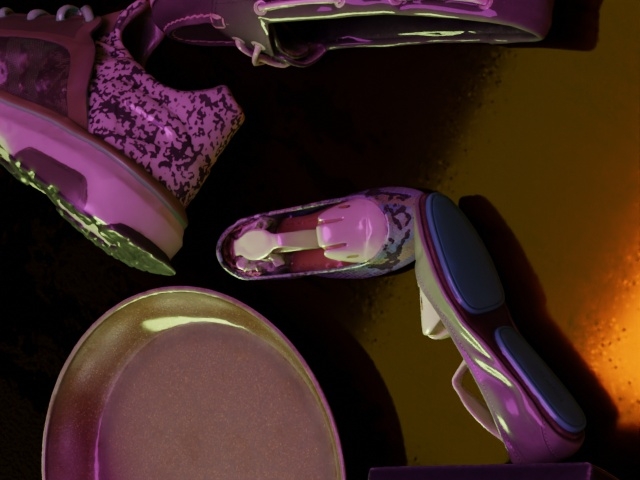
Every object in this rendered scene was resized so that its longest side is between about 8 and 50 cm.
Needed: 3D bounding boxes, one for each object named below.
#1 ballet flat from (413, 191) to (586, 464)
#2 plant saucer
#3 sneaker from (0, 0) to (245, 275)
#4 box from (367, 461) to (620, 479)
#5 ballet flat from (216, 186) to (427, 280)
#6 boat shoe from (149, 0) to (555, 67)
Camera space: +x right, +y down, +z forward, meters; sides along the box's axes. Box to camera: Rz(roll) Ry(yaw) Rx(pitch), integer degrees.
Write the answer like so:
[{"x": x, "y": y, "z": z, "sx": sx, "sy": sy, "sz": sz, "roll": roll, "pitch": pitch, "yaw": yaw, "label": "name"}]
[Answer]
[{"x": 0.107, "y": 0.067, "z": 1.020, "sx": 0.068, "sy": 0.072, "sz": 0.213, "roll": -41, "pitch": 69, "yaw": 32, "label": "ballet flat"}, {"x": -0.098, "y": 0.191, "z": 1.170, "sx": 0.310, "sy": 0.050, "sz": 0.311, "roll": 1, "pitch": 92, "yaw": 33, "label": "plant saucer"}, {"x": -0.212, "y": -0.138, "z": 1.223, "sx": 0.410, "sy": 0.158, "sz": 0.182, "roll": 38, "pitch": 79, "yaw": 30, "label": "sneaker"}, {"x": 0.119, "y": 0.288, "z": 0.922, "sx": 0.165, "sy": 0.143, "sz": 0.270, "roll": -8, "pitch": 65, "yaw": 33, "label": "box"}, {"x": 0.000, "y": 0.000, "z": 1.094, "sx": 0.188, "sy": 0.070, "sz": 0.070, "roll": -13, "pitch": 83, "yaw": 33, "label": "ballet flat"}, {"x": 0.013, "y": -0.168, "z": 1.057, "sx": 0.335, "sy": 0.112, "sz": 0.096, "roll": -7, "pitch": 82, "yaw": 30, "label": "boat shoe"}]
